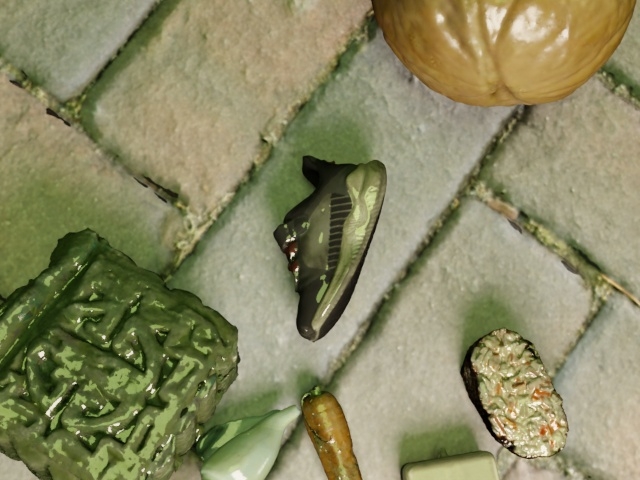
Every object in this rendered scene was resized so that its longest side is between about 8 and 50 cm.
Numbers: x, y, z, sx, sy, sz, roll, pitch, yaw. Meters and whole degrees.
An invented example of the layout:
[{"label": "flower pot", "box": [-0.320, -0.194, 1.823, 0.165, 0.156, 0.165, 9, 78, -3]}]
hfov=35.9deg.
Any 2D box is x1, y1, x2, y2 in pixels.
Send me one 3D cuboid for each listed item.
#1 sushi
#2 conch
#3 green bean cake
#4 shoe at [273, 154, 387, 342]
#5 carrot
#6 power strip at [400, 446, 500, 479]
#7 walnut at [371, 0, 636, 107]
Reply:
[{"label": "sushi", "box": [0.218, 0.175, 1.118, 0.090, 0.078, 0.150, -22, 81, -10]}, {"label": "conch", "box": [-0.094, 0.244, 1.079, 0.180, 0.088, 0.065, -46, 114, -25]}, {"label": "green bean cake", "box": [-0.235, 0.140, 1.041, 0.255, 0.132, 0.241, 33, 70, 7]}, {"label": "shoe", "box": [0.000, 0.000, 1.135, 0.112, 0.099, 0.228, 21, 72, 7]}, {"label": "carrot", "box": [0.038, 0.282, 1.096, 0.049, 0.049, 0.255, -21, 84, -10]}, {"label": "power strip", "box": [0.157, 0.354, 1.076, 0.105, 0.070, 0.257, -8, 77, -8]}, {"label": "walnut", "box": [0.208, -0.317, 1.131, 0.332, 0.333, 0.333, 1, 77, -5]}]
